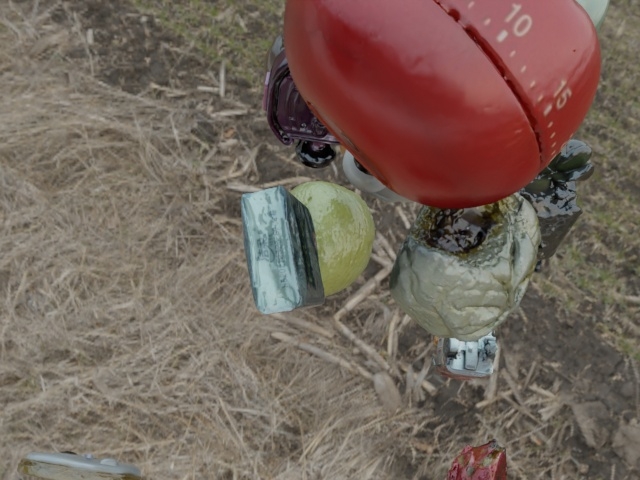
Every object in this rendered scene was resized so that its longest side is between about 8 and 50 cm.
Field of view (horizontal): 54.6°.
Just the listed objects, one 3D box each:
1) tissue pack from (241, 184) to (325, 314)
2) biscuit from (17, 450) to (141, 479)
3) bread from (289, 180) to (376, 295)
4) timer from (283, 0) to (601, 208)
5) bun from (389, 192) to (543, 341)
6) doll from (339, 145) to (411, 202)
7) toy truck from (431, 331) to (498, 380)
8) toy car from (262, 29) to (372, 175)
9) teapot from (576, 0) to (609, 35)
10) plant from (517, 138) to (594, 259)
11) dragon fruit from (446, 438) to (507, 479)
[{"bbox_3d":[-0.069,0.030,1.251,0.103,0.315,0.228,-12,84,7],"label":"tissue pack"},{"bbox_3d":[-0.404,0.390,1.060,0.208,0.181,0.049,24,64,-28],"label":"biscuit"},{"bbox_3d":[-0.008,-0.001,1.690,0.237,0.321,0.320,6,36,-47],"label":"bread"},{"bbox_3d":[0.129,-0.213,0.751,0.279,0.378,0.378,-46,61,1],"label":"timer"},{"bbox_3d":[0.238,0.027,0.985,0.204,0.282,0.281,29,47,12],"label":"bun"},{"bbox_3d":[0.160,-0.182,1.501,0.251,0.221,0.221,33,46,-3],"label":"doll"},{"bbox_3d":[0.291,0.140,1.251,0.114,0.135,0.271,9,73,-2],"label":"toy truck"},{"bbox_3d":[0.063,-0.294,1.145,0.340,0.271,0.241,10,50,-4],"label":"toy car"},{"bbox_3d":[0.409,-0.434,1.058,0.149,0.220,0.319,16,83,1],"label":"teapot"},{"bbox_3d":[0.511,-0.105,1.439,0.198,0.276,0.188,14,26,2],"label":"plant"},{"bbox_3d":[0.413,0.655,1.622,0.162,0.262,0.189,2,3,7],"label":"dragon fruit"}]
